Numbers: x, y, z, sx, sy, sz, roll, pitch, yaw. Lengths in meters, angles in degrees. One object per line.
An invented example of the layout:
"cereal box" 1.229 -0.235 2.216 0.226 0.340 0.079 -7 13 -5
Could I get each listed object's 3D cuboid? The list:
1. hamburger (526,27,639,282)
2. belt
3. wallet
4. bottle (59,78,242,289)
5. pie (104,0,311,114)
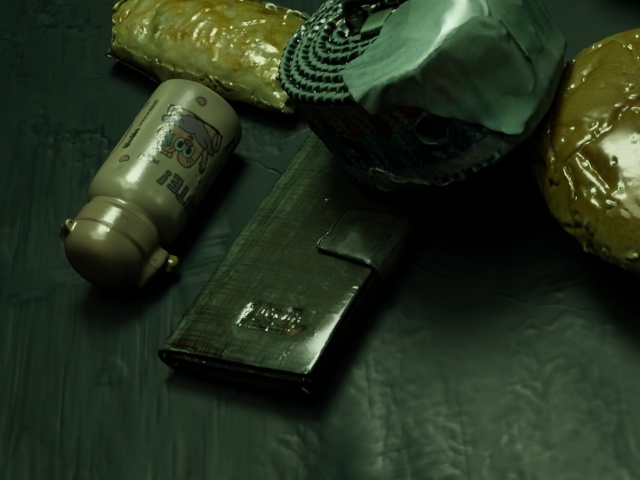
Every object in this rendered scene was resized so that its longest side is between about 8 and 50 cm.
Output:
"hamburger" 0.282 -0.063 1.430 0.211 0.132 0.309 -23 44 -1
"belt" 0.086 -0.150 1.493 0.257 0.150 0.207 0 47 53
"wallet" 0.000 -0.001 1.557 0.169 0.044 0.317 9 50 35
"bottle" -0.155 -0.044 1.642 0.110 0.097 0.209 33 59 -5
"pie" -0.102 -0.200 1.790 0.282 0.068 0.128 21 60 33
